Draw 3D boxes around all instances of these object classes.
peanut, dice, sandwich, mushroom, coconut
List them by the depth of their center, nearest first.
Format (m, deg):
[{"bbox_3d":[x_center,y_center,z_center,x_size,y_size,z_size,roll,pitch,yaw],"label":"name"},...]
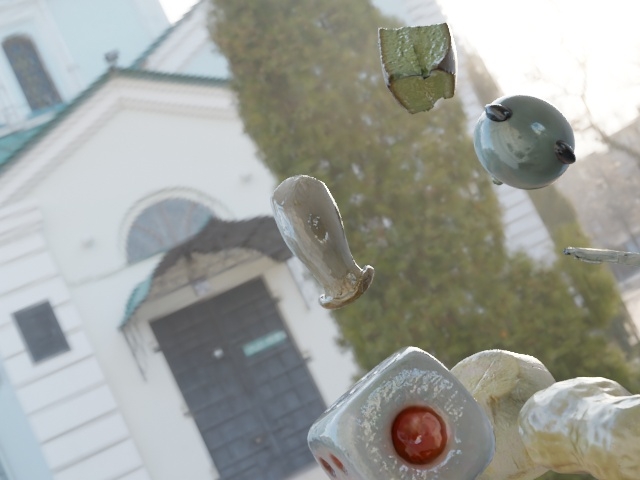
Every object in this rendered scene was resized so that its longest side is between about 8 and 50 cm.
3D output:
[{"bbox_3d":[0.301,0.198,1.141,0.117,0.101,0.263,-48,14,-15],"label":"peanut"},{"bbox_3d":[0.124,-0.221,1.364,0.090,0.088,0.244,-11,-4,8],"label":"sandwich"},{"bbox_3d":[0.109,0.272,1.501,0.194,0.193,0.192,-41,-4,-20],"label":"dice"},{"bbox_3d":[0.000,0.000,1.660,0.097,0.212,0.088,-28,-10,-31],"label":"mushroom"},{"bbox_3d":[0.306,0.306,1.861,0.237,0.237,0.197,-26,32,0],"label":"coconut"}]

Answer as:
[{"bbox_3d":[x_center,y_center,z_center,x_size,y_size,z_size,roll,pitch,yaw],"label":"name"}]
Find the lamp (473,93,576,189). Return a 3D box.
[{"bbox_3d":[0.390,-0.184,2.138,0.197,0.198,0.244,-26,-8,-3],"label":"lamp"}]

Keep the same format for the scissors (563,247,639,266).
[{"bbox_3d":[0.508,0.033,1.655,0.300,0.109,0.022,6,54,30],"label":"scissors"}]
